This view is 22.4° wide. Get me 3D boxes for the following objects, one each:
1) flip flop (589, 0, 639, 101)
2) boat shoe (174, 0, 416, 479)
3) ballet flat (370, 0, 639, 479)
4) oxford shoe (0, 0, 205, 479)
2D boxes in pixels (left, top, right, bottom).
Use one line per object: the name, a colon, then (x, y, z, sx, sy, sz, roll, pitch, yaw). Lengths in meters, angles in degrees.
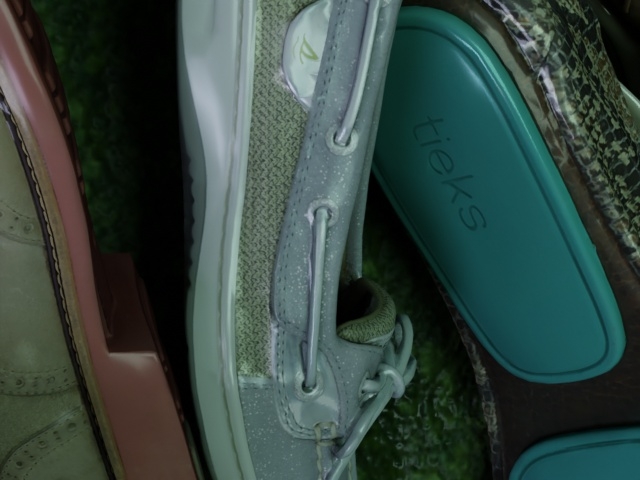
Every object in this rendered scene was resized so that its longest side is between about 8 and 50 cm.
flip flop: (0.179, -0.145, 0.863, 0.112, 0.080, 0.277, -45, 116, -23)
boat shoe: (0.000, -0.002, 0.694, 0.103, 0.118, 0.320, 0, 104, 7)
ballet flat: (0.155, 0.059, 0.824, 0.182, 0.164, 0.483, -38, 111, -47)
oxford shoe: (-0.150, -0.017, 0.606, 0.130, 0.123, 0.348, -20, 110, -4)
